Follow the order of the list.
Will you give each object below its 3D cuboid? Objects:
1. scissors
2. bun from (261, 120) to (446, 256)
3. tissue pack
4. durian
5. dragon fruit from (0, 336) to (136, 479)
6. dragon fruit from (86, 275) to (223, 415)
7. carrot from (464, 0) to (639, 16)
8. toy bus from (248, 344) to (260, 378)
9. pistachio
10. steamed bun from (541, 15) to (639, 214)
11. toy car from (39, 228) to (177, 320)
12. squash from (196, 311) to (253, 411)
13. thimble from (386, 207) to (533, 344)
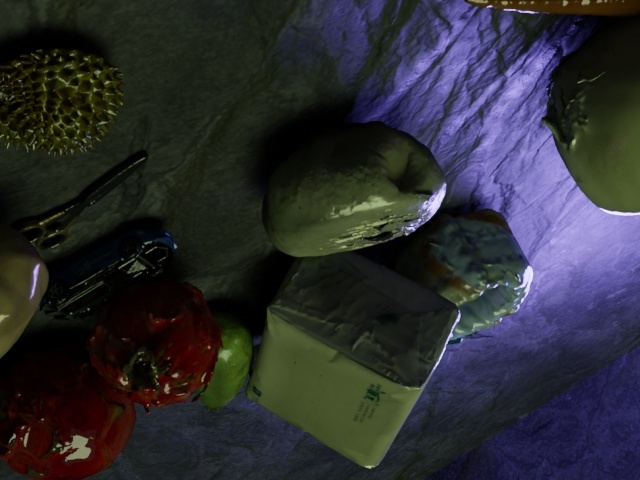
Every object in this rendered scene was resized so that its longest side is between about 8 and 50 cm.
[{"bbox_3d":[-0.309,-0.052,1.461,0.220,0.017,0.088,-34,154,19],"label":"scissors"},{"bbox_3d":[0.041,-0.072,1.569,0.273,0.168,0.273,-14,165,-4],"label":"bun"},{"bbox_3d":[0.044,0.203,1.951,0.207,0.297,0.380,-58,171,-31],"label":"tissue pack"},{"bbox_3d":[-0.297,-0.148,1.181,0.208,0.102,0.146,8,146,-44],"label":"durian"},{"bbox_3d":[-0.416,0.279,1.788,0.241,0.241,0.252,-24,143,0],"label":"dragon fruit"},{"bbox_3d":[-0.252,0.156,1.683,0.210,0.205,0.268,-61,-178,10],"label":"dragon fruit"},{"bbox_3d":[0.329,-0.318,1.448,0.336,0.069,0.069,-10,152,-23],"label":"carrot"},{"bbox_3d":[-0.115,0.248,2.220,0.052,0.037,0.130,-14,153,-17],"label":"toy bus"},{"bbox_3d":[-0.457,0.084,1.399,0.188,0.187,0.299,1,154,-44],"label":"pistachio"},{"bbox_3d":[0.476,-0.214,1.565,0.312,0.233,0.334,-36,-165,27],"label":"steamed bun"},{"bbox_3d":[-0.309,0.042,1.596,0.216,0.063,0.103,-32,156,3],"label":"toy car"},{"bbox_3d":[-0.183,0.229,2.029,0.118,0.118,0.370,-18,157,-13],"label":"squash"},{"bbox_3d":[0.252,0.069,2.035,0.254,0.167,0.288,-21,157,-10],"label":"thimble"}]
